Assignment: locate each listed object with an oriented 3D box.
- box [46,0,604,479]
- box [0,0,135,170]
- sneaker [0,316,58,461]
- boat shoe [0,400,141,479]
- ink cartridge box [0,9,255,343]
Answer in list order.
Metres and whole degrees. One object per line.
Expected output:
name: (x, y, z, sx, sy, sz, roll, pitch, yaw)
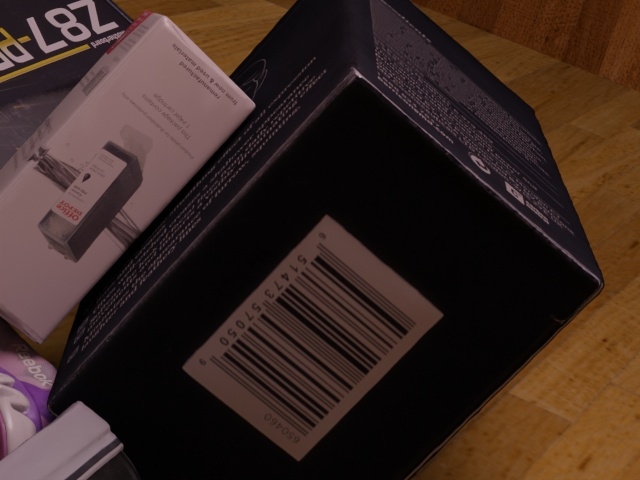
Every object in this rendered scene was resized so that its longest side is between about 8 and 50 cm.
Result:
box: (0.000, 0.000, 1.265, 0.212, 0.293, 0.395, 40, 16, -14)
box: (-0.313, -0.124, 1.479, 0.318, 0.097, 0.395, 45, 38, 12)
sneaker: (-0.212, 0.100, 1.204, 0.104, 0.095, 0.236, 10, 26, -36)
boat shoe: (-0.162, 0.191, 0.938, 0.119, 0.121, 0.335, 44, 28, 0)
ink cartridge box: (-0.156, -0.048, 1.236, 0.092, 0.218, 0.158, 44, 0, -13)
